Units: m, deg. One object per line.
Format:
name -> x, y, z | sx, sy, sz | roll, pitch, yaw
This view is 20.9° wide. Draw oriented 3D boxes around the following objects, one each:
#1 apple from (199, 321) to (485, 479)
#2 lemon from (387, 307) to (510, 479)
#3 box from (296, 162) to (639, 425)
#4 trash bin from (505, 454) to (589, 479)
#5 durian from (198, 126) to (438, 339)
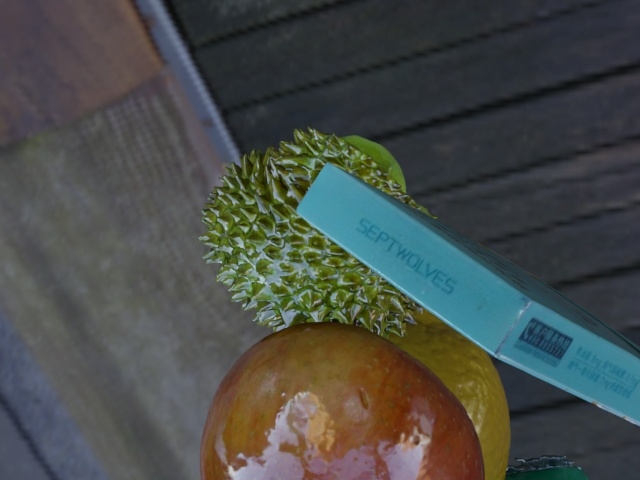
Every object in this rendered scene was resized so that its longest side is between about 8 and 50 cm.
apple -> 0.010, 0.174, 1.270 | 0.210, 0.173, 0.235 | -7, 132, 43
lemon -> 0.067, 0.179, 1.633 | 0.228, 0.253, 0.228 | 8, 162, 3
box -> 0.107, 0.037, 1.002 | 0.229, 0.162, 0.041 | 26, 98, -52
trash bin -> 0.169, 0.423, 1.666 | 0.295, 0.381, 0.259 | -10, 129, 16
durian -> 0.000, 0.001, 1.443 | 0.176, 0.237, 0.200 | -45, 100, -1
